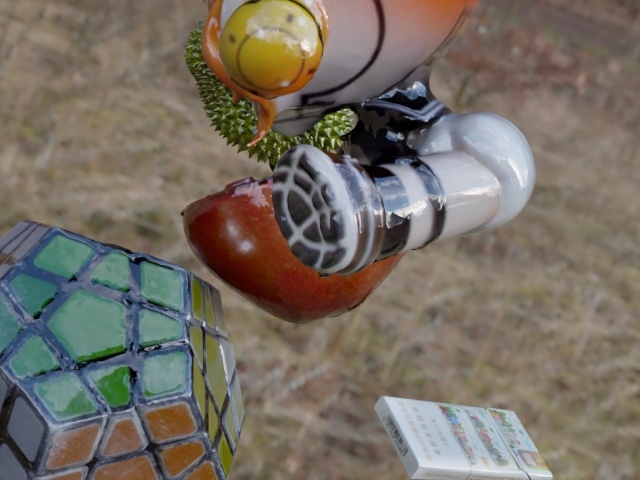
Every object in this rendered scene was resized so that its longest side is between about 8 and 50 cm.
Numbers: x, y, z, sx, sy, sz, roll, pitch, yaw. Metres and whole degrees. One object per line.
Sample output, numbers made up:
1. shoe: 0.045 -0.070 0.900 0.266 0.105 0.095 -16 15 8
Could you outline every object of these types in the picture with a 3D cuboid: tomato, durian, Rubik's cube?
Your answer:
1. tomato: 0.000 0.000 1.591 0.233 0.139 0.200 -14 -2 -7
2. durian: -0.045 -0.158 1.792 0.198 0.146 0.159 53 14 2
3. Rubik's cube: -0.217 0.132 1.550 0.319 0.264 0.319 19 -6 2

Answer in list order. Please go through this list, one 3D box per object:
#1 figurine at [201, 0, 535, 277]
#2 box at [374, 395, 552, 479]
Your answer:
1. figurine: 0.018 -0.149 1.108 0.196 0.323 0.320 -17 4 10
2. box: 0.180 0.254 2.231 0.220 0.032 0.122 10 35 -36
